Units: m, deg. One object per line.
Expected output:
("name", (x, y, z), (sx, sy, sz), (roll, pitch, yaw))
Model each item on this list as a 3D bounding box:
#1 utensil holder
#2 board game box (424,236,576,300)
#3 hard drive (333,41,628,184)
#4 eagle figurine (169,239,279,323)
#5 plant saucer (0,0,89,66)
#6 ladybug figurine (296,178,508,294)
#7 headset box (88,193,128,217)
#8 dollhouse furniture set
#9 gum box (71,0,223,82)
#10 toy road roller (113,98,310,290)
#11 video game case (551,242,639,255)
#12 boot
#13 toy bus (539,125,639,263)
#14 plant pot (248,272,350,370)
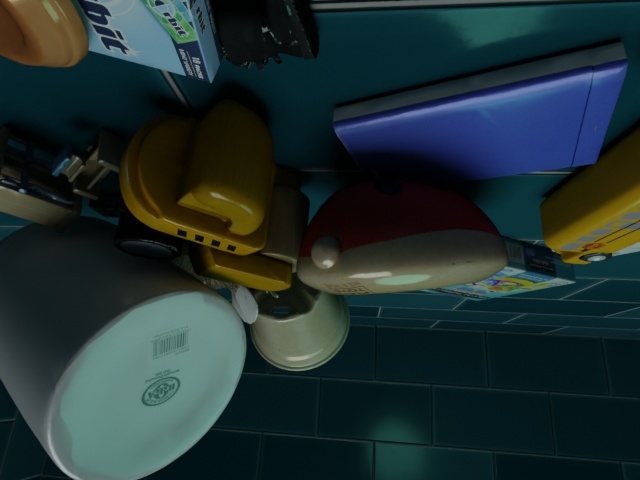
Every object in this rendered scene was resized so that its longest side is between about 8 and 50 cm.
("utensil holder", (-0.366, 0.161, 0.705), (0.385, 0.328, 0.327), (22, 175, 37))
("board game box", (0.469, 0.094, 1.142), (0.253, 0.079, 0.336), (12, 159, -22))
("hard drive", (0.204, -0.142, 0.562), (0.318, 0.040, 0.210), (-5, 159, 24))
("eagle figurine", (-0.219, 0.013, 0.852), (0.298, 0.226, 0.225), (22, -166, -28))
("plant saucer", (-0.298, -0.220, 0.335), (0.200, 0.037, 0.200), (24, 162, 8))
("ladybug figurine", (0.138, -0.003, 0.681), (0.305, 0.162, 0.449), (-7, 174, 35))
("headset box", (-0.451, -0.075, 0.897), (0.083, 0.032, 0.062), (1, 161, 6))
("dollhouse furniture set", (-0.422, -0.129, 0.642), (0.183, 0.129, 0.129), (-34, 144, 23))
("gum box", (-0.189, -0.224, 0.347), (0.184, 0.041, 0.157), (15, 161, 1))
("toy road roller", (-0.123, -0.061, 0.610), (0.329, 0.203, 0.240), (20, 155, -35))
("video game case", (0.663, 0.015, 0.966), (0.143, 0.019, 0.157), (15, 158, -31))
("boot", (-0.060, -0.219, 0.393), (0.099, 0.045, 0.121), (5, 160, 15))
("toy bus", (0.471, -0.056, 0.656), (0.130, 0.108, 0.333), (4, 161, 0))
("plant pot", (-0.082, 0.186, 1.216), (0.333, 0.334, 0.305), (1, 150, 7))
